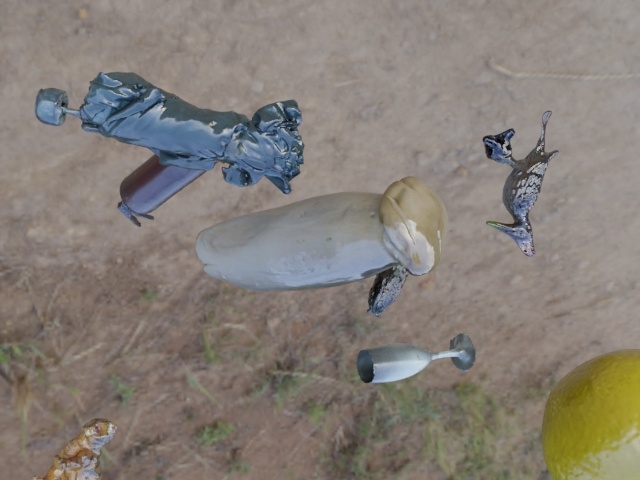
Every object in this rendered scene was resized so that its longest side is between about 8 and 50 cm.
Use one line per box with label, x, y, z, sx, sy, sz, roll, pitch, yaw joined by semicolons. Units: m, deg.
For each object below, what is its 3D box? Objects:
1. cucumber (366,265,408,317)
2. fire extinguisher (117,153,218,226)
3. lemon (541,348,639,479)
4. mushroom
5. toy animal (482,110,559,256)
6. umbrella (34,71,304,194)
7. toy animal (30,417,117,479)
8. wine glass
cucumber;0.119;0.041;1.249;0.053;0.181;0.053;20;153;11
fire extinguisher;-0.240;-0.098;1.257;0.268;0.072;0.089;-31;135;35
lemon;0.332;0.205;0.843;0.178;0.178;0.203;5;146;-36
mushroom;0.004;0.003;1.134;0.407;0.137;0.154;-6;156;42
toy animal;0.276;-0.078;1.089;0.105;0.202;0.070;-2;168;8
umbrella;-0.189;-0.151;1.031;0.349;0.094;0.143;10;131;-2
toy animal;-0.362;0.413;1.236;0.114;0.255;0.116;-9;-175;39
wine glass;0.146;0.184;1.224;0.198;0.066;0.066;-3;159;-32
